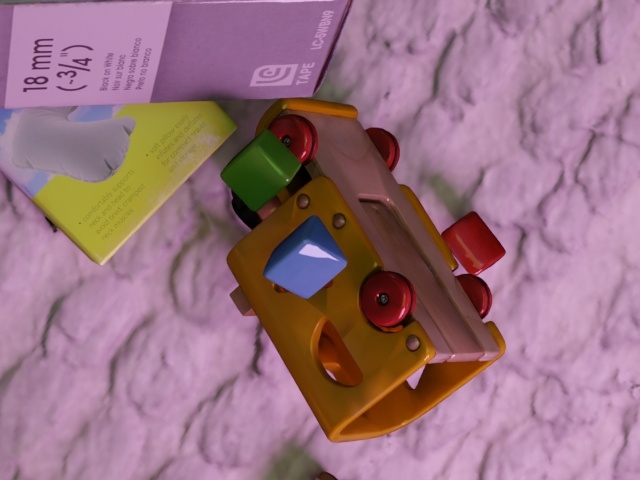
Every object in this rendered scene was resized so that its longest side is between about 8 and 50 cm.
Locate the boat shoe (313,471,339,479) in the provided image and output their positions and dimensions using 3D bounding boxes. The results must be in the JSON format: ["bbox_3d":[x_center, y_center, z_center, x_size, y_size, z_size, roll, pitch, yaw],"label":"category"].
[{"bbox_3d":[0.026,0.194,1.064,0.045,0.050,0.135,-36,91,-6],"label":"boat shoe"}]

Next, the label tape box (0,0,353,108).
[{"bbox_3d":[-0.170,-0.190,0.916,0.334,0.106,0.240,-3,66,-14],"label":"label tape box"}]

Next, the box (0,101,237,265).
[{"bbox_3d":[-0.143,-0.086,1.007,0.178,0.042,0.109,45,82,-13],"label":"box"}]

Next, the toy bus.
[{"bbox_3d":[0.003,0.009,1.013,0.191,0.202,0.104,40,116,-21],"label":"toy bus"}]
